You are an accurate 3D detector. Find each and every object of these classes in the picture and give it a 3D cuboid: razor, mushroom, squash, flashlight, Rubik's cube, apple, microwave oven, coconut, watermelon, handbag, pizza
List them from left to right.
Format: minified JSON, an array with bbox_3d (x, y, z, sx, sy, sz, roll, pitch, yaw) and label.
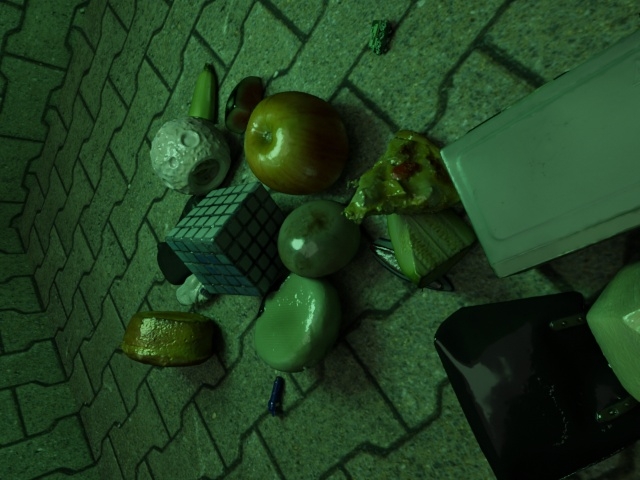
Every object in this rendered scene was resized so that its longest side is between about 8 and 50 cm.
[{"bbox_3d":[-0.468,0.001,1.460,0.349,0.113,0.204,-45,63,31],"label":"razor"},{"bbox_3d":[-0.414,-0.527,1.441,0.094,0.094,0.224,3,86,38],"label":"squash"},{"bbox_3d":[-0.242,-0.002,1.154,0.237,0.238,0.237,-4,132,39],"label":"Rubik's cube"},{"bbox_3d":[-0.246,-0.444,1.288,0.193,0.137,0.145,137,122,-78],"label":"watermelon"},{"bbox_3d":[-0.137,0.480,1.256,0.057,0.035,0.121,25,102,61],"label":"flashlight"},{"bbox_3d":[-0.065,-0.255,1.064,0.286,0.233,0.286,0,90,40],"label":"apple"},{"bbox_3d":[0.000,0.000,1.058,0.226,0.178,0.226,-21,41,20],"label":"mushroom"},{"bbox_3d":[0.173,-0.119,0.873,0.280,0.288,0.075,46,159,30],"label":"pizza"},{"bbox_3d":[0.186,-0.036,0.923,0.288,0.203,0.111,49,151,23],"label":"squash"},{"bbox_3d":[0.406,0.261,0.760,0.288,0.152,0.342,-28,76,23],"label":"handbag"},{"bbox_3d":[0.438,-0.121,0.678,0.355,0.218,0.286,-31,70,35],"label":"microwave oven"},{"bbox_3d":[0.539,0.126,0.583,0.245,0.245,0.247,-32,78,34],"label":"coconut"}]

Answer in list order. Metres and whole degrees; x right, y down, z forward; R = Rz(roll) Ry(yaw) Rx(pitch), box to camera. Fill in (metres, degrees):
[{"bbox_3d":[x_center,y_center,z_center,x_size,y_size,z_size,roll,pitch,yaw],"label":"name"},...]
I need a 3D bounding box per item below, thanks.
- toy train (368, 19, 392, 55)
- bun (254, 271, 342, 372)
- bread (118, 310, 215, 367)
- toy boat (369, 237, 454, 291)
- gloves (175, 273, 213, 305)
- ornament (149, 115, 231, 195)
[{"bbox_3d":[0.148,-0.511,1.021,0.053,0.033,0.083,26,106,41],"label":"toy train"},{"bbox_3d":[-0.041,0.222,1.099,0.283,0.179,0.283,-23,55,38],"label":"bun"},{"bbox_3d":[-0.512,0.334,1.397,0.312,0.312,0.172,6,84,38],"label":"bread"},{"bbox_3d":[0.213,0.062,0.970,0.229,0.046,0.080,34,108,35],"label":"toy boat"},{"bbox_3d":[-0.426,0.163,1.441,0.229,0.097,0.119,-29,85,37],"label":"gloves"},{"bbox_3d":[-0.433,-0.281,1.345,0.225,0.259,0.259,45,117,23],"label":"ornament"}]
